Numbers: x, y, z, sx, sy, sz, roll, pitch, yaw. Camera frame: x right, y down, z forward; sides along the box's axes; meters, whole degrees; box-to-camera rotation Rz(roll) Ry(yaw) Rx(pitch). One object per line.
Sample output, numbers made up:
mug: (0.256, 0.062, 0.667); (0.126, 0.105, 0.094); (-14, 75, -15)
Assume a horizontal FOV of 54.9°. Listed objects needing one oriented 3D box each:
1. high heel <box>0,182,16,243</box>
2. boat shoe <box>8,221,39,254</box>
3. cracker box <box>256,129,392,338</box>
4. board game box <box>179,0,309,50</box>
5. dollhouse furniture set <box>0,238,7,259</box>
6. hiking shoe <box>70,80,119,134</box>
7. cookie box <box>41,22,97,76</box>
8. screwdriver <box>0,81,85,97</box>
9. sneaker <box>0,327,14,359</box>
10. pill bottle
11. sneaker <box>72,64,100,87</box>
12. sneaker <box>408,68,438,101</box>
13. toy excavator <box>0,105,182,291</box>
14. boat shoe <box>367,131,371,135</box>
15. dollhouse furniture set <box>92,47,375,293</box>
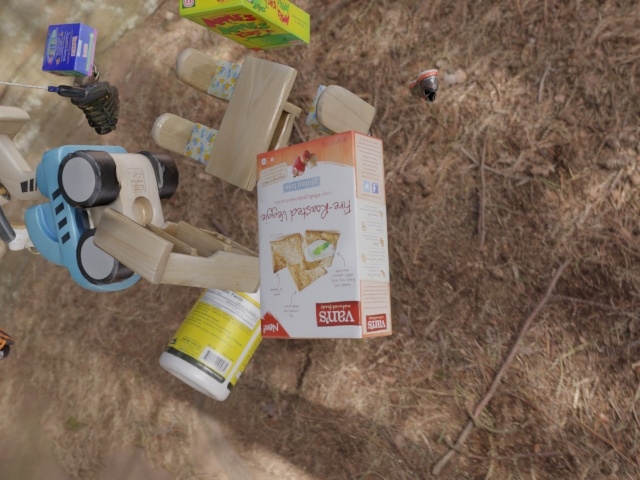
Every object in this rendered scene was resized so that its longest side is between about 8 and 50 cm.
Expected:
high heel: (-0.582, -0.118, 0.999); (0.093, 0.186, 0.261); (-33, 43, -27)
boat shoe: (-0.886, -0.005, 1.923); (0.098, 0.277, 0.096); (10, 92, 9)
cracker box: (0.000, 0.000, 0.738); (0.155, 0.067, 0.232); (-8, 83, 39)
board game box: (-0.094, -0.299, 0.817); (0.092, 0.181, 0.043); (1, 93, 25)
dollhouse furniture set: (-0.499, -0.058, 0.677); (0.173, 0.356, 0.303); (27, 43, 5)
hiking shoe: (-0.515, -0.308, 1.448); (0.086, 0.227, 0.114); (-10, 100, 2)
cookie box: (-0.483, -0.365, 1.185); (0.107, 0.040, 0.092); (11, 93, 34)
screwdriver: (-0.532, -0.289, 1.170); (0.025, 0.169, 0.024); (43, 123, 36)
sneaker: (-0.806, 0.265, 1.476); (0.124, 0.180, 0.321); (-39, 53, -4)
pill bottle: (-0.228, 0.204, 1.513); (0.187, 0.188, 0.334); (14, 63, 37)
sneaker: (-0.598, -0.425, 1.609); (0.071, 0.066, 0.188); (-57, 25, 11)
sneaker: (0.254, -0.363, 1.503); (0.061, 0.158, 0.065); (-14, 87, 1)
toy excavator: (-0.528, -0.098, 1.256); (0.445, 0.222, 0.433); (-10, 93, 27)
boat shoe: (0.040, -0.181, 1.488); (0.084, 0.079, 0.233); (57, 132, 24)
dollhouse furniture set: (-0.175, -0.129, 1.053); (0.362, 0.256, 0.394); (25, 97, 34)
